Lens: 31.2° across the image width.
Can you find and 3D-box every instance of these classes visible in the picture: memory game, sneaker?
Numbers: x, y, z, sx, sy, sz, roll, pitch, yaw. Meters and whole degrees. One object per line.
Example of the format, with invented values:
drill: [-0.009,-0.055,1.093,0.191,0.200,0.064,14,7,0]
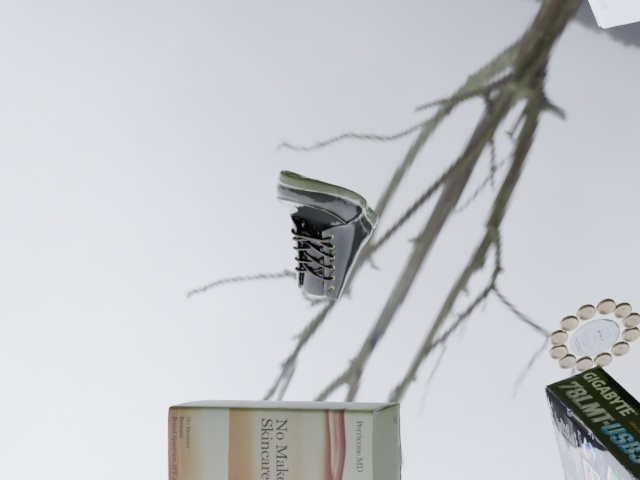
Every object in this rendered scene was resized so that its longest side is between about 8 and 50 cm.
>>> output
memory game: [0.514,0.180,2.149,0.186,0.186,0.012,13,-145,-25]
sneaker: [0.000,0.000,1.278,0.083,0.118,0.222,18,175,25]

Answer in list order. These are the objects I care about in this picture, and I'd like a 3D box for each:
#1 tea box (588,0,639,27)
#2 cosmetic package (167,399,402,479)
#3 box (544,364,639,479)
tea box: [0.502,-0.506,1.604,0.329,0.324,0.219,42,-135,-51]
cosmetic package: [-0.048,0.294,1.550,0.296,0.153,0.129,-3,176,19]
box: [0.325,0.311,1.085,0.073,0.295,0.293,-19,-158,-8]
